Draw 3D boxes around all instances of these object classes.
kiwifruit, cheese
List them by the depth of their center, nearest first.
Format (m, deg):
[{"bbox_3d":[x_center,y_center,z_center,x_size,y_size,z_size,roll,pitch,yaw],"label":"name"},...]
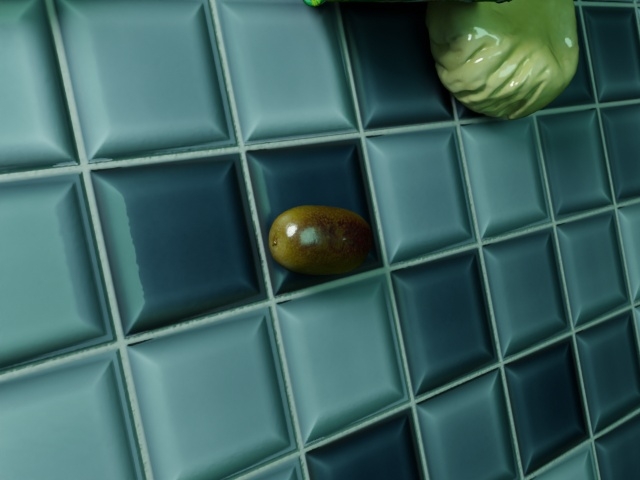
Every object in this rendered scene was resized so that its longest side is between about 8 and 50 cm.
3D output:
[{"bbox_3d":[0.000,0.000,0.715,0.124,0.075,0.075,-2,87,-37],"label":"kiwifruit"},{"bbox_3d":[0.235,-0.279,0.881,0.213,0.117,0.226,12,74,-29],"label":"cheese"}]

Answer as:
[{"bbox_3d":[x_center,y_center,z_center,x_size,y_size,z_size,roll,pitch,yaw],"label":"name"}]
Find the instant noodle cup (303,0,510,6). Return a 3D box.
[{"bbox_3d":[0.109,-0.341,0.706,0.232,0.207,0.207,1,85,-19],"label":"instant noodle cup"}]
